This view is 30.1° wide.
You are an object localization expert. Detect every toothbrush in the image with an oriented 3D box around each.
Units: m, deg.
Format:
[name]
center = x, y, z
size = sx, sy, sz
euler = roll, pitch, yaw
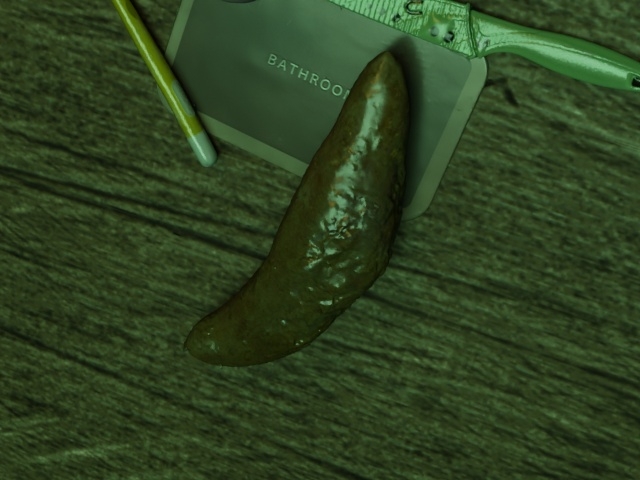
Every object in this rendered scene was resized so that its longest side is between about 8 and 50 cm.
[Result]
[toothbrush]
center = -0.161, -0.191, 1.017
size = 0.024, 0.021, 0.288
euler = -22, 103, 35

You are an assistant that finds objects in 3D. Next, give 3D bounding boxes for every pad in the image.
[pad]
center = -0.005, -0.136, 1.004
size = 0.266, 0.002, 0.176
euler = 26, 117, 6

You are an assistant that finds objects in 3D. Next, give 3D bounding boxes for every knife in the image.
[knife]
center = 0.132, -0.161, 0.939
size = 0.293, 0.020, 0.043
euler = 20, 108, 9

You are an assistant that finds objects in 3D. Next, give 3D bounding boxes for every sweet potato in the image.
[sweet potato]
center = 0.002, 0.004, 1.007
size = 0.114, 0.092, 0.341
euler = 42, 119, 16

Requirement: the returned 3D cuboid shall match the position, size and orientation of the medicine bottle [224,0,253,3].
[medicine bottle]
center = -0.028, -0.328, 0.834
size = 0.178, 0.178, 0.291
euler = 43, 118, -3
